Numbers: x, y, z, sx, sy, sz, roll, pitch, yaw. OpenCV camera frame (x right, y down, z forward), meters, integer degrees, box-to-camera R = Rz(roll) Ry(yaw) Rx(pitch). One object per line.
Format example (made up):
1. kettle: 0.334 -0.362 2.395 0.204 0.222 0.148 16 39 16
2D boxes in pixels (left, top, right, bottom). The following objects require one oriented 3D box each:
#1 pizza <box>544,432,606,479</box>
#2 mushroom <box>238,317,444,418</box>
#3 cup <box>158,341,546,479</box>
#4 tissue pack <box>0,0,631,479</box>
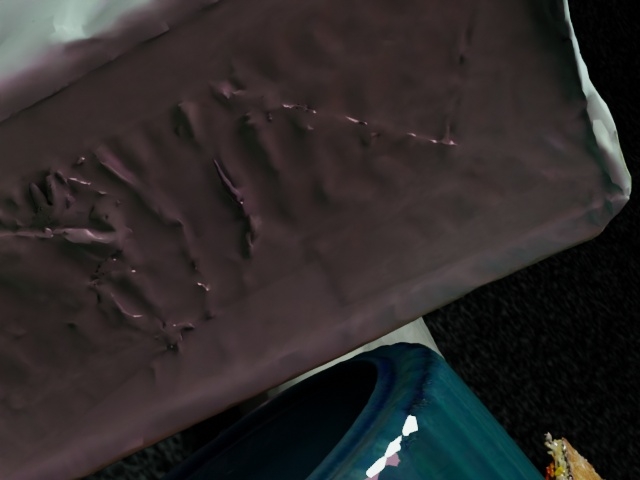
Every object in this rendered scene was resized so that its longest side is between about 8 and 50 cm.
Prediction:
1. pizza: 0.190 0.193 1.211 0.099 0.029 0.100 31 37 -40
2. mushroom: 0.000 -0.001 1.094 0.177 0.126 0.397 30 34 -45
3. cup: 0.051 0.199 0.679 0.292 0.242 0.308 51 43 -8
4. tissue pack: -0.071 -0.112 0.832 0.205 0.331 0.405 59 10 -32
